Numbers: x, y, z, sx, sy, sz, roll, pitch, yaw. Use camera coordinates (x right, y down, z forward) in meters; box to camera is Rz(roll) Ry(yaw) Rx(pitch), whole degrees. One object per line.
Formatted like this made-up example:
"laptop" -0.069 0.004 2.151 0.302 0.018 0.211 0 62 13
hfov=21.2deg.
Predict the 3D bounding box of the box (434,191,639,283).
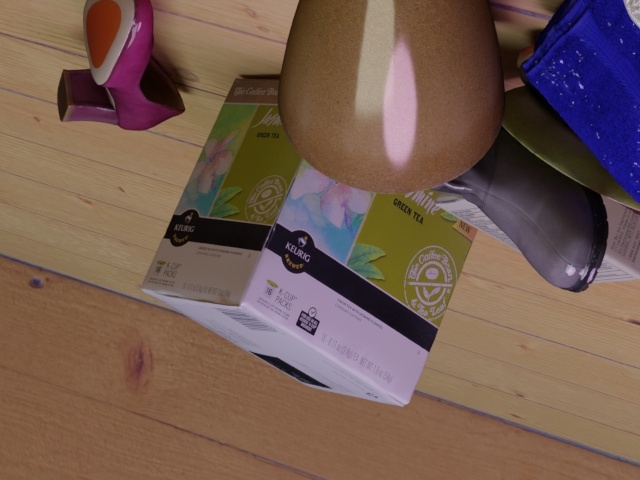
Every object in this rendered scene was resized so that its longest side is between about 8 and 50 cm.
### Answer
"box" 0.282 -0.053 2.054 0.232 0.127 0.148 29 164 -23

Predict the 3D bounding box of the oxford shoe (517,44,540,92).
"oxford shoe" 0.322 -0.137 1.756 0.271 0.098 0.097 16 165 23

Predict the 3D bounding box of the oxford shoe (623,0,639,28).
"oxford shoe" 0.438 -0.234 1.222 0.449 0.130 0.169 -3 137 24

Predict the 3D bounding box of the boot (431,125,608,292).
"boot" 0.146 -0.064 1.802 0.222 0.118 0.338 8 -153 -26

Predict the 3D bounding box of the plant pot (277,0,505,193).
"plant pot" 0.071 -0.214 1.670 0.237 0.237 0.254 19 151 12

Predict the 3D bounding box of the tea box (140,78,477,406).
"tea box" 0.000 0.000 2.251 0.329 0.323 0.220 33 162 -38

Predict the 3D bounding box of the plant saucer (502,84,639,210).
"plant saucer" 0.297 -0.105 1.832 0.241 0.037 0.241 25 -159 -11

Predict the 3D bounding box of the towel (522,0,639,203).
"towel" 0.296 -0.152 1.579 0.228 0.076 0.308 55 165 9

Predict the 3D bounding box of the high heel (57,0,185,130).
"high heel" -0.224 -0.243 2.231 0.181 0.127 0.377 -4 169 -21
